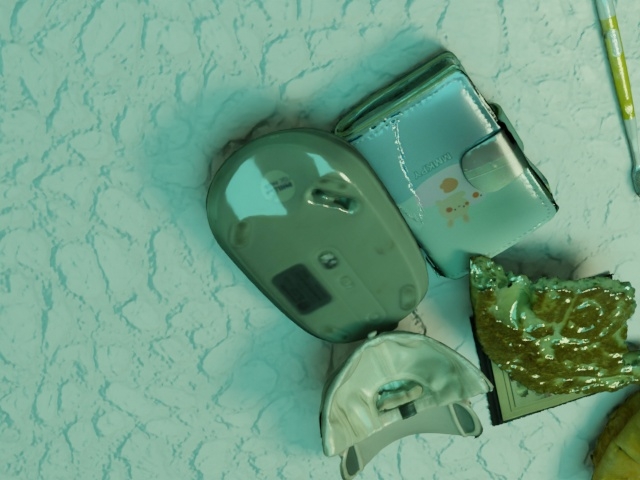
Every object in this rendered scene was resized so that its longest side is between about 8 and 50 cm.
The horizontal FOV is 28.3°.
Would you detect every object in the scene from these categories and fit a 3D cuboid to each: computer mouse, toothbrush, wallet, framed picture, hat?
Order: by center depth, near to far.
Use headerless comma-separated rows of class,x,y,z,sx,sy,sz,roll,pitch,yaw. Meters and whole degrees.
wallet,0.151,-0.083,1.475,0.176,0.075,0.250,-33,122,11
computer mouse,0.000,-0.004,1.478,0.197,0.095,0.331,-23,132,13
toothbrush,0.362,-0.165,1.503,0.021,0.024,0.288,-20,122,2
hat,0.098,0.198,1.605,0.219,0.226,0.164,-19,81,-1
framed picture,0.305,0.150,1.680,0.199,0.010,0.195,-17,121,-2

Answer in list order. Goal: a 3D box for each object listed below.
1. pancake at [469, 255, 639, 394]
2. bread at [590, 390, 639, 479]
pancake,0.311,0.105,1.593,0.197,0.054,0.376,-37,133,23
bread,0.485,0.298,1.741,0.198,0.120,0.236,21,114,-21
